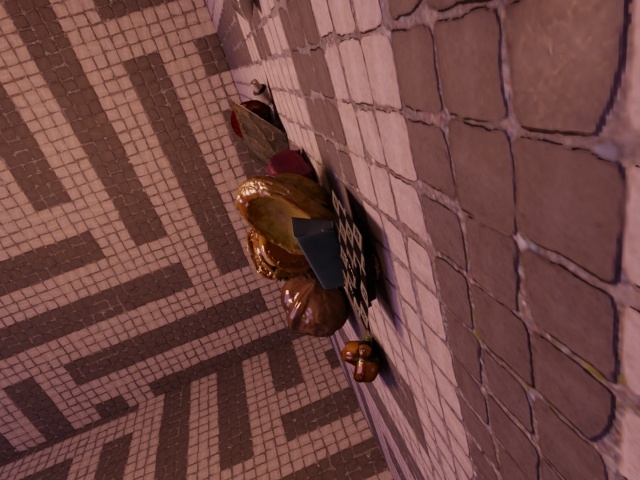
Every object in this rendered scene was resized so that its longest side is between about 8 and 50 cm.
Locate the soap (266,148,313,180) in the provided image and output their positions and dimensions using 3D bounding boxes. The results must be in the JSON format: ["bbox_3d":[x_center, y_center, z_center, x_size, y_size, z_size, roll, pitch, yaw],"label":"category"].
[{"bbox_3d":[-0.075,-0.139,1.230,0.289,0.112,0.182,77,170,-52],"label":"soap"}]

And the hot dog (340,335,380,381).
[{"bbox_3d":[0.128,0.364,1.241,0.135,0.100,0.337,58,171,19],"label":"hot dog"}]

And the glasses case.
[{"bbox_3d":[0.009,0.042,0.987,0.266,0.105,0.056,64,-141,-55],"label":"glasses case"}]

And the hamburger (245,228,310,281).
[{"bbox_3d":[-0.129,0.027,1.415,0.211,0.245,0.260,-33,41,56],"label":"hamburger"}]

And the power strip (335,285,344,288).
[{"bbox_3d":[0.054,0.131,1.362,0.111,0.038,0.029,-141,32,-74],"label":"power strip"}]

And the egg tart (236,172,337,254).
[{"bbox_3d":[-0.065,-0.076,1.014,0.294,0.294,0.123,80,-151,-58],"label":"egg tart"}]

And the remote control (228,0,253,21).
[{"bbox_3d":[-0.200,-0.660,0.898,0.109,0.055,0.313,56,162,38],"label":"remote control"}]

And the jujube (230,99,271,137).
[{"bbox_3d":[-0.271,-0.475,1.601,0.230,0.155,0.155,-145,34,-70],"label":"jujube"}]

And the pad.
[{"bbox_3d":[-0.205,-0.349,1.525,0.248,0.007,0.367,34,163,13],"label":"pad"}]

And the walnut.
[{"bbox_3d":[-0.025,0.232,1.493,0.273,0.227,0.273,163,90,-80],"label":"walnut"}]

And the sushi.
[{"bbox_3d":[0.083,0.048,0.828,0.192,0.043,0.279,-115,12,-53],"label":"sushi"}]

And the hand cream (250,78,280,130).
[{"bbox_3d":[-0.176,-0.438,1.394,0.257,0.050,0.084,67,179,-50],"label":"hand cream"}]
